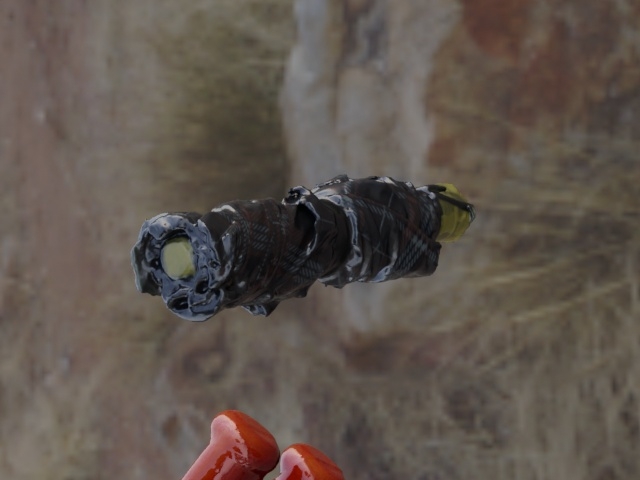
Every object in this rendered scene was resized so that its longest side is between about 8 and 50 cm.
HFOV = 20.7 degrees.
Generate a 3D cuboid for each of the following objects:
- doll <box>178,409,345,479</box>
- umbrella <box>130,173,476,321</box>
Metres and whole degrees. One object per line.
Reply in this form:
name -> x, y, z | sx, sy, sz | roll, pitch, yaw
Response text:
doll -> -0.085, 0.197, 0.870 | 0.245, 0.142, 0.076 | -53, 43, 8
umbrella -> 0.000, 0.000, 0.536 | 0.040, 0.144, 0.037 | -23, 82, 36
